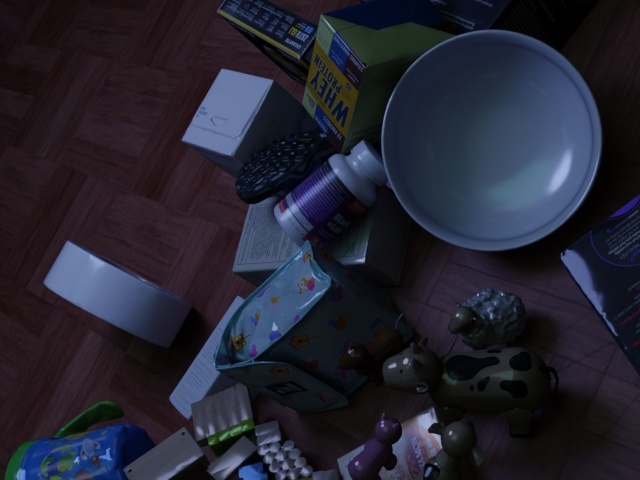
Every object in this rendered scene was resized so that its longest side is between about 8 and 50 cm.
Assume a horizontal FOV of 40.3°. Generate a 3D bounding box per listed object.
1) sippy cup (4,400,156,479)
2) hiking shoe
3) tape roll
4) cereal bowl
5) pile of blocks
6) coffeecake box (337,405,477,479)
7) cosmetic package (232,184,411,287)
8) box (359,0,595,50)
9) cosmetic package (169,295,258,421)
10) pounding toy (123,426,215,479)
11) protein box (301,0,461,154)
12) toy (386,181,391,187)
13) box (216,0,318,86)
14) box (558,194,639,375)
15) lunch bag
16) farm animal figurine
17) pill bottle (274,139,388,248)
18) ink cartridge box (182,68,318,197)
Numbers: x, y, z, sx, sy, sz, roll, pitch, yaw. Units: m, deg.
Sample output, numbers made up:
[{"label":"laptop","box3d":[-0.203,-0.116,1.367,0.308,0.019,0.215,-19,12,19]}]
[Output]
[{"label":"sippy cup","box3d":[-0.423,0.452,1.629,0.224,0.240,0.305,-24,74,15]},{"label":"hiking shoe","box3d":[-0.009,-0.140,1.600,0.304,0.132,0.113,-33,40,-6]},{"label":"tape roll","box3d":[-0.405,0.107,1.752,0.286,0.286,0.100,22,82,45]},{"label":"cereal bowl","box3d":[0.274,-0.155,1.383,0.339,0.141,0.338,2,96,18]},{"label":"pile of blocks","box3d":[-0.084,0.383,1.431,0.149,0.112,0.362,-39,44,-18]},{"label":"coffeecake box","box3d":[0.131,0.358,1.309,0.185,0.068,0.142,-34,50,21]},{"label":"cosmetic package","box3d":[0.000,0.000,1.595,0.310,0.113,0.160,-4,63,38]},{"label":"box","box3d":[0.299,-0.470,1.567,0.312,0.179,0.343,-53,45,4]},{"label":"cosmetic package","box3d":[-0.159,0.230,1.593,0.085,0.117,0.231,31,86,47]},{"label":"pounding toy","box3d":[-0.278,0.459,1.532,0.206,0.181,0.094,-33,41,-16]},{"label":"protein box","box3d":[0.099,-0.283,1.468,0.200,0.201,0.136,-22,61,-25]},{"label":"toy","box3d":[0.201,-0.153,1.554,0.237,0.056,0.136,15,75,44]},{"label":"box","box3d":[-0.030,-0.365,1.728,0.079,0.257,0.322,-54,45,4]},{"label":"box","box3d":[0.464,0.090,1.130,0.165,0.143,0.270,-40,47,18]},{"label":"lunch bag","box3d":[-0.020,0.166,1.437,0.262,0.223,0.160,-46,40,12]},{"label":"farm animal figurine","box3d":[0.174,0.221,1.203,0.327,0.172,0.330,-15,52,-3]},{"label":"pill bottle","box3d":[0.025,-0.076,1.461,0.193,0.108,0.108,-41,46,14]},{"label":"ink cartridge box","box3d":[-0.111,-0.199,1.716,0.171,0.233,0.168,21,81,44]}]
